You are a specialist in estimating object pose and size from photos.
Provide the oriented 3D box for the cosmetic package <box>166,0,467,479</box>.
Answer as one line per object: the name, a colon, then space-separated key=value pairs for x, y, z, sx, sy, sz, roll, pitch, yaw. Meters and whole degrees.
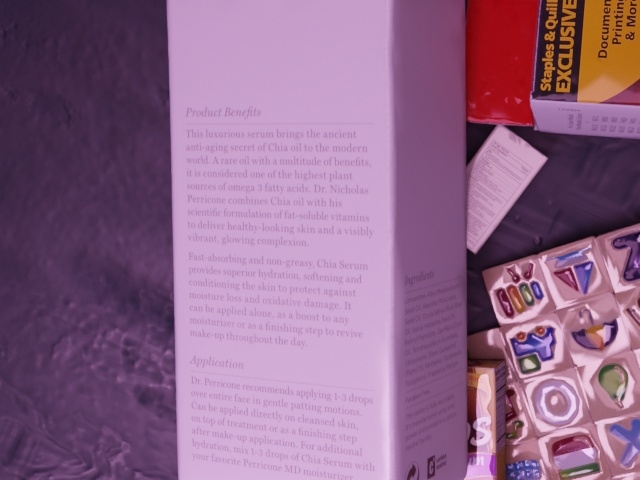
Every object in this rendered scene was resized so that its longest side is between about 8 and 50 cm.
cosmetic package: x=0.000 y=0.000 z=1.246 sx=0.230 sy=0.161 sz=0.453 roll=3 pitch=97 yaw=30

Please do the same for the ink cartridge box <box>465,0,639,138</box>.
ink cartridge box: x=0.261 y=-0.251 z=1.202 sx=0.271 sy=0.130 sz=0.310 roll=4 pitch=83 yaw=10

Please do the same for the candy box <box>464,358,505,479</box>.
candy box: x=0.121 y=0.206 z=1.331 sx=0.109 sy=0.053 sz=0.187 roll=0 pitch=94 yaw=19

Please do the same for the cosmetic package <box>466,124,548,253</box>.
cosmetic package: x=0.159 y=-0.050 z=1.314 sx=0.060 sy=0.041 sz=0.115 roll=38 pitch=99 yaw=3

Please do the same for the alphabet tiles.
alphabet tiles: x=0.287 y=0.165 z=1.312 sx=0.285 sy=0.011 sz=0.343 roll=-18 pitch=93 yaw=18
